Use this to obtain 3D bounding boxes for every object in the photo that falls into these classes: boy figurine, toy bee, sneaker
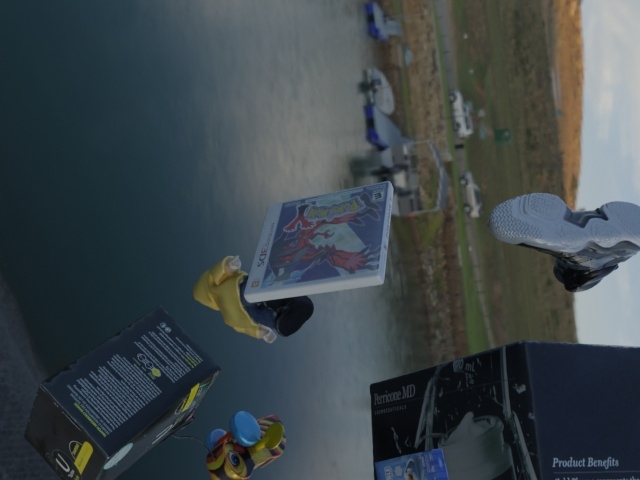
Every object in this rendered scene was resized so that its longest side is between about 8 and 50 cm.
[{"bbox_3d":[-0.132,0.103,1.224,0.092,0.285,0.177,-36,112,-28],"label":"boy figurine"},{"bbox_3d":[-0.170,0.432,1.356,0.298,0.195,0.162,-3,55,-37],"label":"toy bee"},{"bbox_3d":[0.378,0.012,1.090,0.153,0.268,0.101,103,-15,-50],"label":"sneaker"}]

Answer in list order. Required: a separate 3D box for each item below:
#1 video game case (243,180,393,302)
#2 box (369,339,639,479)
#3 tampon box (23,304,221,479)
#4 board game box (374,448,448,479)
[{"bbox_3d":[0.000,0.000,0.983,0.183,0.201,0.023,-79,151,-42],"label":"video game case"},{"bbox_3d":[0.309,0.430,1.062,0.480,0.297,0.472,139,-46,-61],"label":"box"},{"bbox_3d":[-0.209,0.172,0.737,0.161,0.101,0.120,-36,165,-46],"label":"tampon box"},{"bbox_3d":[0.105,0.284,0.766,0.020,0.090,0.090,11,60,-41],"label":"board game box"}]
